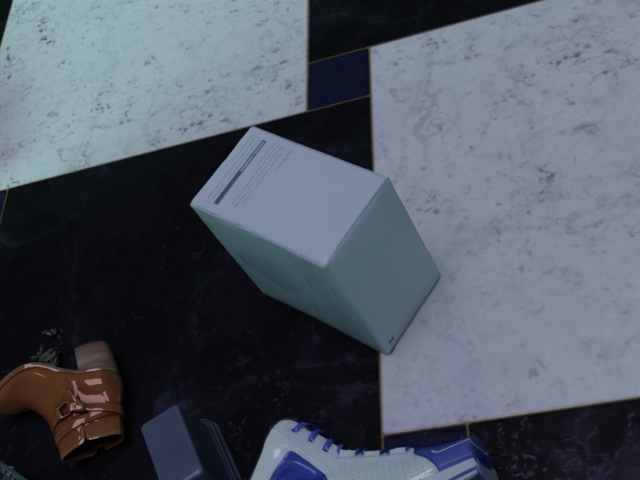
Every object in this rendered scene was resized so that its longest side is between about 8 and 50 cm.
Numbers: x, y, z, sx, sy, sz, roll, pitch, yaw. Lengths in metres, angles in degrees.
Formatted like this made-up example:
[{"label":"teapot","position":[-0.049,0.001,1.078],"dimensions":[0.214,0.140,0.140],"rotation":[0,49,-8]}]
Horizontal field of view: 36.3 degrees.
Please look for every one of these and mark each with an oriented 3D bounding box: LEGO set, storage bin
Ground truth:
[{"label":"LEGO set","position":[-0.393,0.164,1.425],"dimensions":[0.054,0.023,0.083],"rotation":[-2,44,21]},{"label":"storage bin","position":[-0.169,0.274,1.195],"dimensions":[0.098,0.091,0.135],"rotation":[-32,49,1]}]

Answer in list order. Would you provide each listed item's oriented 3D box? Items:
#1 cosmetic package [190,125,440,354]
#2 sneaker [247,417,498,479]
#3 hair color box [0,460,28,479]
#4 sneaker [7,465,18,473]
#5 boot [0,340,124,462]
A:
[{"label":"cosmetic package","position":[0.000,0.000,1.219],"dimensions":[0.225,0.224,0.138],"rotation":[26,71,36]},{"label":"sneaker","position":[0.023,0.264,1.087],"dimensions":[0.316,0.127,0.182],"rotation":[-27,52,8]},{"label":"hair color box","position":[-0.398,0.415,1.053],"dimensions":[0.185,0.113,0.374],"rotation":[-39,34,1]},{"label":"sneaker","position":[-0.397,0.370,1.268],"dimensions":[0.065,0.061,0.157],"rotation":[0,54,-7]},{"label":"boot","position":[-0.358,0.236,1.324],"dimensions":[0.197,0.073,0.152],"rotation":[-26,54,10]}]
